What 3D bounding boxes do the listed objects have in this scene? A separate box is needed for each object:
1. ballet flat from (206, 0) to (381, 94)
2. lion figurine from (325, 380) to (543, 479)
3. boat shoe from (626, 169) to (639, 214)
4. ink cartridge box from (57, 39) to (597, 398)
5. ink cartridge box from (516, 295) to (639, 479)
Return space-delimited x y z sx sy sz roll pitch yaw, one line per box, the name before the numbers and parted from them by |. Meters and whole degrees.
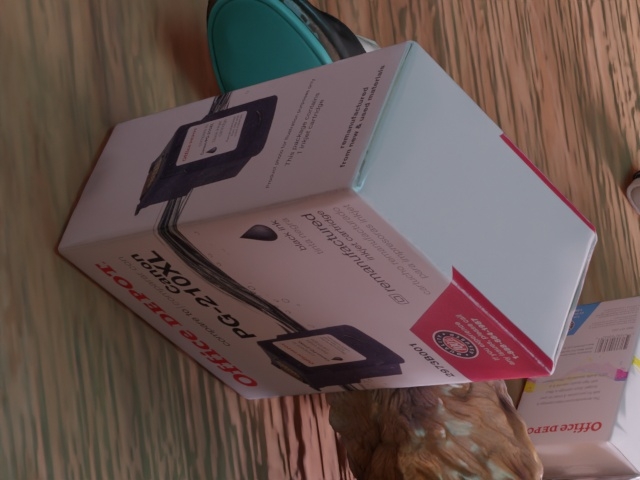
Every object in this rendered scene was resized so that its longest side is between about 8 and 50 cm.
ballet flat | 0.013 -0.064 1.085 0.280 0.095 0.096 63 34 -29
lion figurine | 0.050 0.248 0.992 0.240 0.142 0.392 57 37 -39
boat shoe | 0.295 -0.013 1.392 0.125 0.046 0.038 47 55 -18
ink cartridge box | 0.000 0.000 0.941 0.172 0.237 0.100 42 56 -32
ink cartridge box | 0.204 0.126 1.228 0.090 0.092 0.143 44 53 -31
